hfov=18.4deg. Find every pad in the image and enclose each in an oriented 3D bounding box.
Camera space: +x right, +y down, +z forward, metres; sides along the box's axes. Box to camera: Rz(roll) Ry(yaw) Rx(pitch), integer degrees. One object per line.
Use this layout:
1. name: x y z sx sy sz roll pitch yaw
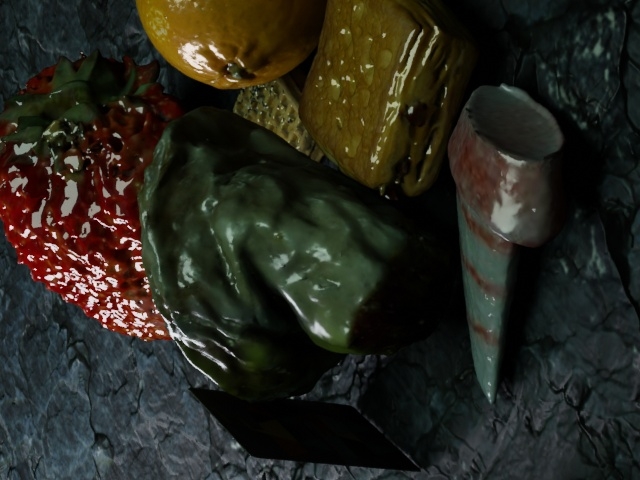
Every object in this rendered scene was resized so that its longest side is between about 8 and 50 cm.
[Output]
1. pad: -0.016 0.189 1.972 0.143 0.211 0.003 39 114 49

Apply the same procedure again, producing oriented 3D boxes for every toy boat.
1. toy boat: 0.162 0.009 1.831 0.206 0.096 0.282 -124 30 -56

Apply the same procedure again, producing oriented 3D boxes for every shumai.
1. shumai: 0.000 0.000 1.935 0.263 0.309 0.304 -9 81 31

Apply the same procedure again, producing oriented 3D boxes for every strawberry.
1. strawberry: -0.227 -0.025 2.276 0.312 0.267 0.351 36 145 45

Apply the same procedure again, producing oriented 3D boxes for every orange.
1. orange: -0.085 -0.259 2.056 0.219 0.219 0.193 -21 82 56

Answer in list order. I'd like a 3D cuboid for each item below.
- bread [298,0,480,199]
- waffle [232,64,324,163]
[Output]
1. bread: 0.069 -0.161 1.927 0.235 0.099 0.210 -128 48 -57
2. waffle: -0.040 -0.134 2.150 0.148 0.042 0.102 59 136 39
